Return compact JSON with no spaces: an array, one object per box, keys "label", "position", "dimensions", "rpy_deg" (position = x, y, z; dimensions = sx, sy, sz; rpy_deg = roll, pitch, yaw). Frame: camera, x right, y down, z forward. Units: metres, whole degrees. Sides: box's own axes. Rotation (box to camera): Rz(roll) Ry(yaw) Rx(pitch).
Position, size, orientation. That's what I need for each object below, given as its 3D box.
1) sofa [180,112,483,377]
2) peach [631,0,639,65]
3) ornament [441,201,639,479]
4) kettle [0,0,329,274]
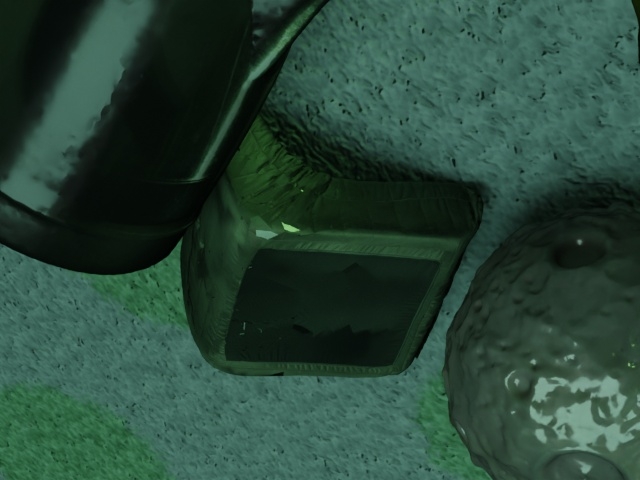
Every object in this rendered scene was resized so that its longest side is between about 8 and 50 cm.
[{"label":"sofa","position":[0.000,0.000,0.954],"dimensions":[0.225,0.176,0.210],"rpy_deg":[1,133,-16]},{"label":"peach","position":[0.277,-0.201,0.579],"dimensions":[0.292,0.247,0.292],"rpy_deg":[2,101,11]},{"label":"ornament","position":[0.221,0.107,0.850],"dimensions":[0.259,0.225,0.259],"rpy_deg":[11,129,13]},{"label":"kettle","position":[-0.148,-0.195,0.779],"dimensions":[0.321,0.228,0.324],"rpy_deg":[49,119,23]}]
